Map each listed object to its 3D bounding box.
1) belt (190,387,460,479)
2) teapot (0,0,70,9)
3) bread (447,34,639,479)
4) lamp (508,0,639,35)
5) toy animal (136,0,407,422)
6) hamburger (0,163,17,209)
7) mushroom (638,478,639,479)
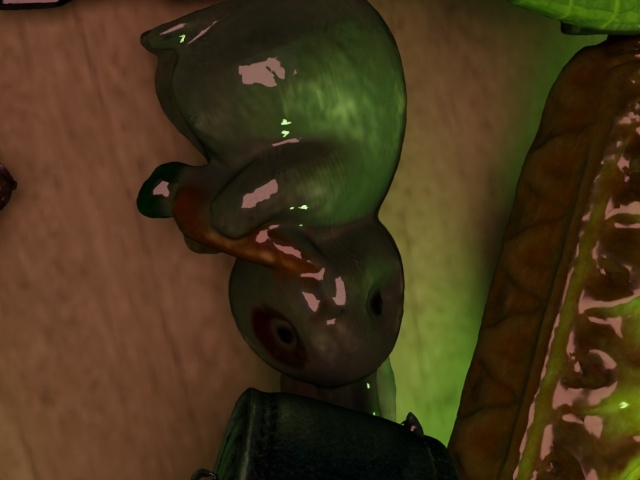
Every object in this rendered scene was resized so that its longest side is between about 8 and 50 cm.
[{"bbox_3d":[-0.027,0.191,0.426,0.116,0.206,0.267,16,104,-5],"label":"belt"},{"bbox_3d":[-0.100,-0.171,0.475,0.177,0.087,0.096,-6,67,-7],"label":"teapot"},{"bbox_3d":[0.106,0.078,0.465,0.077,0.084,0.367,21,81,-33],"label":"bread"},{"bbox_3d":[0.106,-0.197,0.419,0.284,0.250,0.250,-27,95,5],"label":"lamp"},{"bbox_3d":[-0.001,-0.004,0.473,0.138,0.108,0.236,-25,95,-7],"label":"toy animal"},{"bbox_3d":[-0.232,-0.008,0.453,0.137,0.087,0.166,44,86,-6],"label":"hamburger"},{"bbox_3d":[0.158,0.096,0.523,0.123,0.052,0.123,0,83,-1],"label":"mushroom"}]
